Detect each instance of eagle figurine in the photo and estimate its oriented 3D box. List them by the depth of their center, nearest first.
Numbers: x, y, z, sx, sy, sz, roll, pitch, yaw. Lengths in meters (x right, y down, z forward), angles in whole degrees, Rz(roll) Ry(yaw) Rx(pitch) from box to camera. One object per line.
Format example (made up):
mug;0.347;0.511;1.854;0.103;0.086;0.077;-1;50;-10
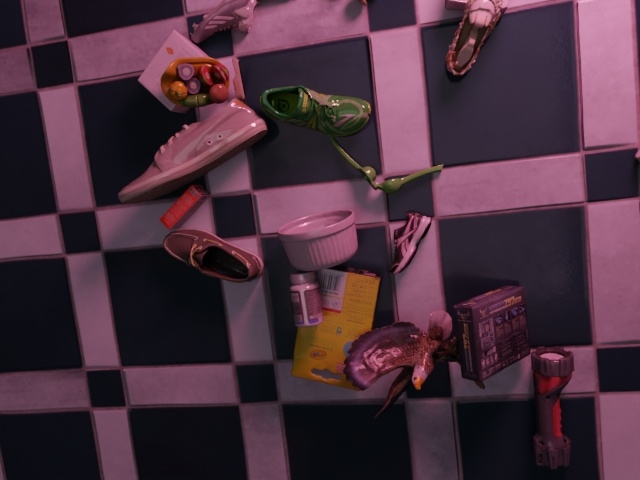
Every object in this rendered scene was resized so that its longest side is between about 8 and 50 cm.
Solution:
eagle figurine;0.233;0.320;1.354;0.298;0.225;0.226;-22;75;24

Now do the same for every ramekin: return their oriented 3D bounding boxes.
ramekin;0.000;0.000;1.363;0.207;0.207;0.109;-12;104;12

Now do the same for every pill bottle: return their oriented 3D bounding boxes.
pill bottle;-0.038;0.149;1.356;0.078;0.078;0.137;-7;94;12

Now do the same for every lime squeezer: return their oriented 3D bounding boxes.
lime squeezer;0.157;-0.186;1.381;0.310;0.059;0.110;16;100;9

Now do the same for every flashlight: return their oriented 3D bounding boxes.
flashlight;0.606;0.432;1.357;0.103;0.103;0.304;0;103;42

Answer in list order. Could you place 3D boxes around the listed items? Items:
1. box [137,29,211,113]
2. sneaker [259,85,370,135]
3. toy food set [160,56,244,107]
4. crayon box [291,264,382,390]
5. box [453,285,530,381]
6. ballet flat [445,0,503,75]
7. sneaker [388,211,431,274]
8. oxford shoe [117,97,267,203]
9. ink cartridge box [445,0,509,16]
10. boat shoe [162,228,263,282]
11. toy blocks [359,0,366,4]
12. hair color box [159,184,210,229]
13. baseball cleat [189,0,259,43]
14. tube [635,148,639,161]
box;-0.385;-0.455;1.432;0.130;0.091;0.170;43;103;3
sneaker;-0.020;-0.336;1.360;0.295;0.123;0.109;9;98;9
toy food set;-0.299;-0.404;1.361;0.217;0.071;0.128;-11;127;-18
crayon box;0.042;0.229;1.430;0.202;0.081;0.319;11;98;10
box;0.431;0.224;1.302;0.059;0.232;0.183;0;100;51
ballet flat;0.366;-0.496;1.236;0.091;0.077;0.241;16;133;3
sneaker;0.224;0.004;1.395;0.077;0.072;0.178;30;94;18
oxford shoe;-0.358;-0.238;1.420;0.449;0.169;0.130;-30;94;6
ink cartridge box;0.393;-0.660;1.258;0.148;0.086;0.203;13;100;8
boat shoe;-0.314;0.042;1.482;0.305;0.091;0.109;18;100;8
toy blocks;0.123;-0.693;1.323;0.123;0.054;0.148;45;102;3
hair color box;-0.383;-0.095;1.488;0.141;0.072;0.043;-43;88;12
baseball cleat;-0.253;-0.580;1.402;0.206;0.072;0.109;-37;105;22
tube;0.863;-0.139;1.252;0.240;0.062;0.070;45;143;-2
